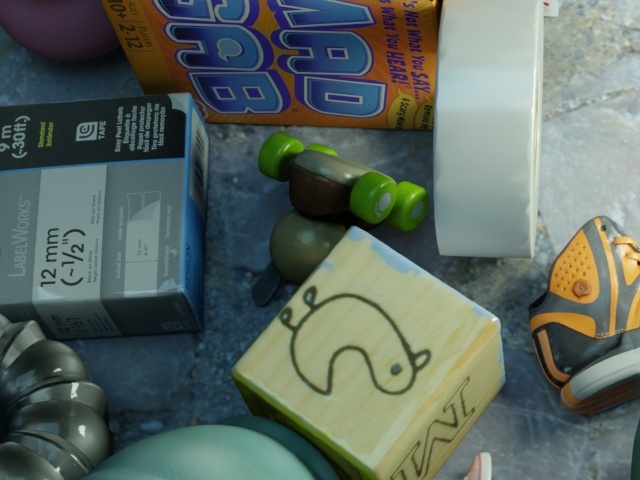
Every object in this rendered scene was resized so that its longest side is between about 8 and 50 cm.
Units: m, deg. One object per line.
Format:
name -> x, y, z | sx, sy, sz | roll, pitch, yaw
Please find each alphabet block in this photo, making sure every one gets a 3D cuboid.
alphabet block -> 0.053, 0.138, 1.598 | 0.192, 0.193, 0.197 | 33, 74, 23

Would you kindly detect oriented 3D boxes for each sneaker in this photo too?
sneaker -> 0.132, 0.273, 1.600 | 0.070, 0.051, 0.134 | 10, 71, 7
sneaker -> 0.363, 0.038, 1.636 | 0.321, 0.124, 0.180 | -21, 65, -2

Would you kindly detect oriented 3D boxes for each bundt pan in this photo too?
bundt pan -> -0.357, 0.197, 1.598 | 0.330, 0.124, 0.331 | 9, 47, -10

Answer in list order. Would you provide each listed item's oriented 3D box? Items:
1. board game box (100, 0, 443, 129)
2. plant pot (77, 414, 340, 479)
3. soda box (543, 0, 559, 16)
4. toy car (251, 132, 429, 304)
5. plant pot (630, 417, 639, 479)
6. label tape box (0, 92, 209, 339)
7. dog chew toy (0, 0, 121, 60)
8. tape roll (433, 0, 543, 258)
board game box -> -0.026, -0.365, 1.755 | 0.356, 0.356, 0.356 | 3, 65, 10
plant pot -> -0.091, 0.291, 1.522 | 0.293, 0.293, 0.196 | 28, 45, 20
soda box -> 0.253, -0.373, 1.878 | 0.073, 0.069, 0.216 | 4, 66, 10
toy car -> 0.000, 0.000, 1.728 | 0.155, 0.149, 0.188 | 25, 97, 31
plant pot -> 0.417, 0.224, 1.462 | 0.293, 0.293, 0.235 | -11, 49, 3
label tape box -> -0.305, -0.022, 1.772 | 0.347, 0.115, 0.249 | -3, 64, 6
dog chew toy -> -0.305, -0.348, 1.803 | 0.206, 0.332, 0.207 | -3, 65, 7
tape roll -> 0.177, -0.124, 1.652 | 0.100, 0.286, 0.286 | 2, 65, 10
